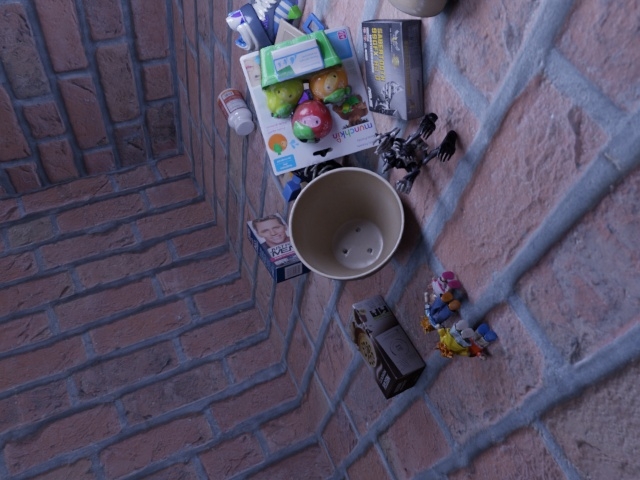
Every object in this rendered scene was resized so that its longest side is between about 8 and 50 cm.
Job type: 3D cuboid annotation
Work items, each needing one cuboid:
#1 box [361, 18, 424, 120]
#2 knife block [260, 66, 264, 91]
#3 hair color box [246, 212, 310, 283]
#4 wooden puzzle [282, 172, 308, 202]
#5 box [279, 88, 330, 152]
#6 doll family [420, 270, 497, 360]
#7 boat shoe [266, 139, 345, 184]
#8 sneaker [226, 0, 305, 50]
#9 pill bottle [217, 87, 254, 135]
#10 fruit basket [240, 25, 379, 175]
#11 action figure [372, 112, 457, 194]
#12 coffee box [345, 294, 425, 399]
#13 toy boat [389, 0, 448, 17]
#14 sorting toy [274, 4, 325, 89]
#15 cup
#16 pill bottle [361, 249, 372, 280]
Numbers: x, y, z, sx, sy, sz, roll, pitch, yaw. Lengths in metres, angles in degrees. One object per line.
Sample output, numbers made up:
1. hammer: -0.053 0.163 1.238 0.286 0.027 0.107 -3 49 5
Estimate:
1. box: 0.180 -0.431 1.369 0.183 0.056 0.231 38 142 56
2. knife block: -0.152 -0.544 2.054 0.242 0.088 0.276 55 153 38
3. hair color box: -0.199 0.028 2.523 0.347 0.173 0.105 52 151 41
4. wooden puzzle: -0.058 -0.181 2.101 0.348 0.080 0.322 62 156 16
5. box: -0.057 -0.372 1.851 0.144 0.165 0.270 65 159 16
6. doll family: 0.331 0.218 1.443 0.263 0.118 0.163 61 157 25
7. boat shoe: -0.005 -0.229 1.709 0.158 0.340 0.127 39 103 45
8. sneaker: -0.186 -0.752 1.759 0.130 0.236 0.323 61 157 25
9. pill bottle: -0.393 -0.600 2.560 0.216 0.121 0.121 61 157 25
10. fruit basket: -0.029 -0.400 1.560 0.165 0.326 0.354 -37 -68 -87
11. action figure: 0.207 -0.214 1.356 0.164 0.141 0.275 48 157 -8
12. coffee box: 0.212 0.359 1.852 0.297 0.118 0.168 58 154 32
13. toy boat: 0.175 -0.631 1.135 0.318 0.148 0.268 45 152 36
14. sorting toy: -0.070 -0.607 1.794 0.196 0.047 0.348 40 144 11
15. cup: 0.095 -0.018 1.633 0.331 0.330 0.237 63 -176 22
16. pill bottle: 0.140 0.081 1.875 0.067 0.067 0.120 55 153 37
